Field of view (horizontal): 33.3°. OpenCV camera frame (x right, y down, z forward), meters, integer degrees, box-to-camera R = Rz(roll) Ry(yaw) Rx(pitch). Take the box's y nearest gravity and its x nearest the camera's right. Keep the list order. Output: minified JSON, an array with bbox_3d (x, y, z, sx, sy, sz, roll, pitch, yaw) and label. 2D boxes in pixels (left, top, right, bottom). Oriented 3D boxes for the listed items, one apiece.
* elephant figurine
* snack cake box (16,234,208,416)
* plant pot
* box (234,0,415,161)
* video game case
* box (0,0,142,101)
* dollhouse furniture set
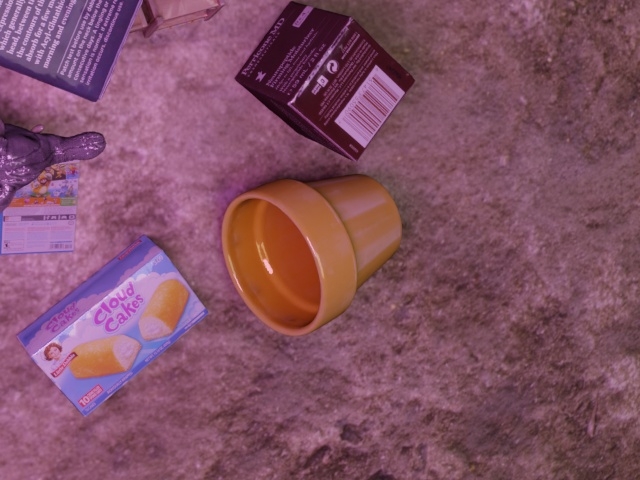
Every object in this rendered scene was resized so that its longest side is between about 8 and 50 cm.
[{"bbox_3d":[-0.453,-0.113,1.457,0.169,0.239,0.186,47,59,-52],"label":"elephant figurine"},{"bbox_3d":[-0.335,0.136,1.736,0.264,0.089,0.152,-40,125,-12],"label":"snack cake box"},{"bbox_3d":[0.000,0.000,1.807,0.239,0.254,0.254,-27,122,-38],"label":"plant pot"},{"bbox_3d":[0.005,-0.258,1.717,0.167,0.203,0.168,37,87,-35],"label":"box"},{"bbox_3d":[-0.434,-0.060,1.645,0.119,0.015,0.166,-2,110,-30],"label":"video game case"},{"bbox_3d":[-0.457,-0.362,1.343,0.395,0.293,0.212,20,97,-35],"label":"box"},{"bbox_3d":[-0.263,-0.392,1.594,0.181,0.101,0.161,-21,93,-23],"label":"dollhouse furniture set"}]
